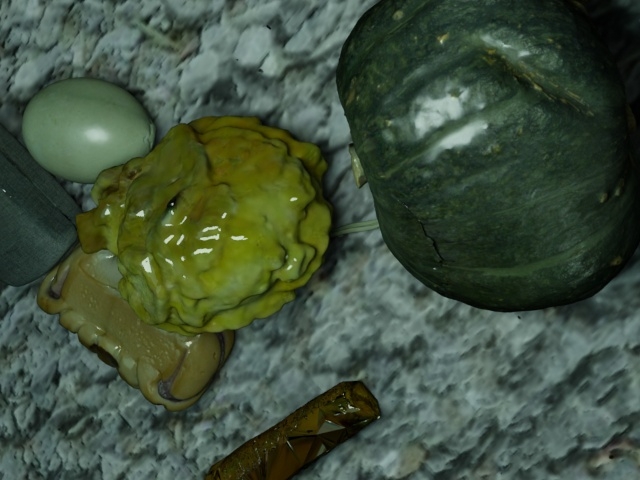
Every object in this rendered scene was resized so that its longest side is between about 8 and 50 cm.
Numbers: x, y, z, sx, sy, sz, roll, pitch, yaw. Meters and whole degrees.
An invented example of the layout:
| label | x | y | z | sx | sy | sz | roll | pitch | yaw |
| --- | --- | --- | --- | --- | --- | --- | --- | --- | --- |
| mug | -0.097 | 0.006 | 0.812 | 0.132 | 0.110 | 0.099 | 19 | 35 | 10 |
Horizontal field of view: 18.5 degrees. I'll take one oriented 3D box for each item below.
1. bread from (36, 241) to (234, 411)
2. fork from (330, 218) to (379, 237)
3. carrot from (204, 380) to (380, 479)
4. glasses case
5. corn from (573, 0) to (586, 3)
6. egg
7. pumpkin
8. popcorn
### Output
| label | x | y | z | sx | sy | sz | roll | pitch | yaw |
| --- | --- | --- | --- | --- | --- | --- | --- | --- | --- |
| bread | -0.198 | 0.077 | 2.132 | 0.225 | 0.081 | 0.134 | 40 | 111 | 18 |
| fork | -0.003 | -0.006 | 2.044 | 0.219 | 0.034 | 0.028 | -20 | 99 | 29 |
| carrot | -0.033 | 0.221 | 2.087 | 0.229 | 0.069 | 0.069 | -37 | 82 | 26 |
| glasses case | -0.401 | -0.091 | 2.142 | 0.323 | 0.074 | 0.131 | 46 | 133 | -12 |
| corn | 0.298 | -0.305 | 1.792 | 0.322 | 0.119 | 0.119 | -24 | 88 | 25 |
| egg | -0.247 | -0.117 | 2.100 | 0.152 | 0.114 | 0.114 | 8 | 103 | 23 |
| pumpkin | 0.152 | -0.097 | 1.785 | 0.257 | 0.291 | 0.327 | -17 | 112 | 5 |
| popcorn | -0.119 | -0.026 | 1.985 | 0.266 | 0.192 | 0.233 | 4 | 69 | 17 |
